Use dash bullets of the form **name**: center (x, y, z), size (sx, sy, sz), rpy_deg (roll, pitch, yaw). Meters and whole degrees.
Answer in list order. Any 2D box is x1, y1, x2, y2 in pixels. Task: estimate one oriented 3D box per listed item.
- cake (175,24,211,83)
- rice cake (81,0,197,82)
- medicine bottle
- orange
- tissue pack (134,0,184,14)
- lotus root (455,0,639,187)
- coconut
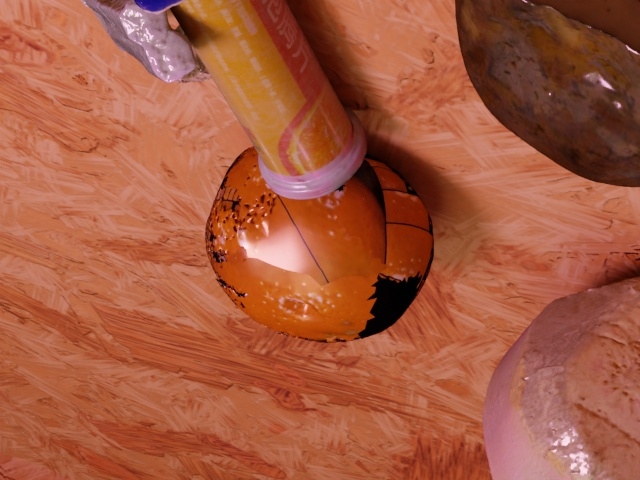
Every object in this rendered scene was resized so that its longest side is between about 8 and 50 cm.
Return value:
- **cake**: center (-0.131, -0.168, 1.666), size (0.051, 0.055, 0.140), rpy_deg (23, 157, -17)
- **rice cake**: center (-0.164, -0.192, 1.533), size (0.085, 0.040, 0.226), rpy_deg (55, 174, -22)
- **medicine bottle**: center (-0.077, -0.196, 1.503), size (0.108, 0.108, 0.426), rpy_deg (8, 151, 28)
- **orange**: center (0.000, 0.000, 1.756), size (0.234, 0.182, 0.234), rpy_deg (15, 141, 13)
- **tissue pack**: center (-0.110, -0.315, 1.205), size (0.209, 0.137, 0.269), rpy_deg (-29, 137, 11)
- **lotus root**: center (0.212, -0.136, 1.353), size (0.267, 0.149, 0.260), rpy_deg (23, 154, 6)
- **coconut**: center (0.315, 0.187, 1.752), size (0.297, 0.297, 0.309), rpy_deg (22, 159, 1)
